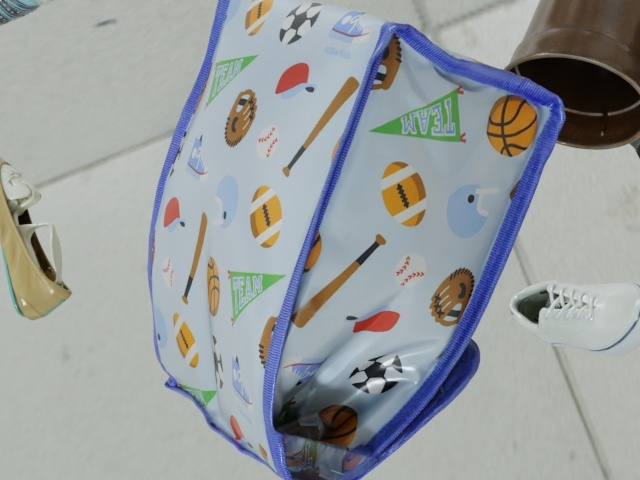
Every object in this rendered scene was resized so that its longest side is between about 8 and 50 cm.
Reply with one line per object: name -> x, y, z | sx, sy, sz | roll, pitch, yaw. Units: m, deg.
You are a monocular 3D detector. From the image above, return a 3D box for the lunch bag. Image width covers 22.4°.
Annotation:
lunch bag -> 0.000, 0.000, 1.419 | 0.239, 0.328, 0.386 | 20, 93, -28

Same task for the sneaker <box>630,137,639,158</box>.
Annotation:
sneaker -> 0.402, -0.158, 1.798 | 0.146, 0.293, 0.102 | -36, 66, -6

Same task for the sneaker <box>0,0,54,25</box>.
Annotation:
sneaker -> -0.345, -0.322, 1.552 | 0.122, 0.110, 0.283 | -33, 62, 4

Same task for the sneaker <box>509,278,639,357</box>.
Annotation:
sneaker -> 0.322, 0.093, 2.013 | 0.091, 0.258, 0.094 | 21, 74, -20

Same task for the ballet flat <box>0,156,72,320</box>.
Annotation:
ballet flat -> -0.351, -0.021, 1.905 | 0.073, 0.080, 0.232 | -24, 80, 12

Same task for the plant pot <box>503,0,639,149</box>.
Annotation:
plant pot -> 0.289, -0.212, 1.735 | 0.167, 0.167, 0.165 | 18, 64, 2
